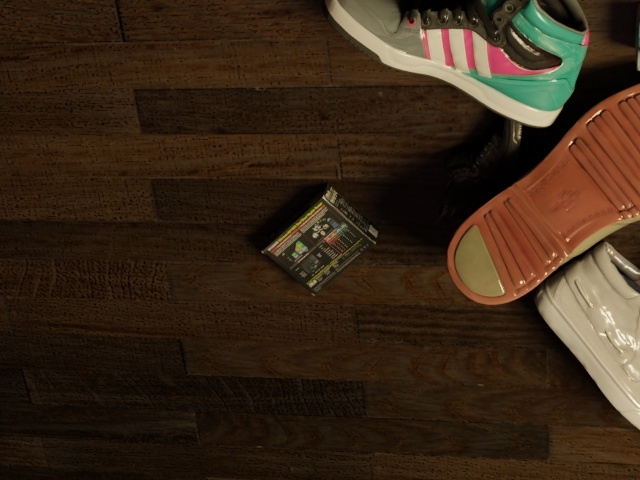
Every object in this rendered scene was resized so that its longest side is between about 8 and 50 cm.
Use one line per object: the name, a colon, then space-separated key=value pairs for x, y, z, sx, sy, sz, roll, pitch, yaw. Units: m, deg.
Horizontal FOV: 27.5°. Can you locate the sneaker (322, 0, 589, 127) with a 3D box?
sneaker: x=0.165 y=-0.251 z=1.406 sx=0.296 sy=0.123 sz=0.178 roll=22 pitch=129 yaw=-10

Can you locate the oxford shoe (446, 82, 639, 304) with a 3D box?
oxford shoe: x=0.318 y=-0.072 z=1.495 sx=0.397 sy=0.146 sz=0.140 roll=-31 pitch=87 yaw=11

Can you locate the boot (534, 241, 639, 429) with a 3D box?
boot: x=0.387 y=0.125 z=1.588 sx=0.258 sy=0.095 sz=0.123 roll=47 pitch=118 yaw=-2

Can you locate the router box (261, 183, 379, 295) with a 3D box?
router box: x=0.000 y=0.000 z=1.651 sx=0.092 sy=0.038 sz=0.122 roll=41 pitch=120 yaw=-14

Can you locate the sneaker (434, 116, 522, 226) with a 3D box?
sneaker: x=0.187 y=-0.090 z=1.545 sx=0.089 sy=0.051 sz=0.170 roll=6 pitch=125 yaw=4

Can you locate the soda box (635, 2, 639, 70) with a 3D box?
soda box: x=0.432 y=-0.219 z=1.402 sx=0.183 sy=0.063 sz=0.058 roll=1 pitch=121 yaw=12
